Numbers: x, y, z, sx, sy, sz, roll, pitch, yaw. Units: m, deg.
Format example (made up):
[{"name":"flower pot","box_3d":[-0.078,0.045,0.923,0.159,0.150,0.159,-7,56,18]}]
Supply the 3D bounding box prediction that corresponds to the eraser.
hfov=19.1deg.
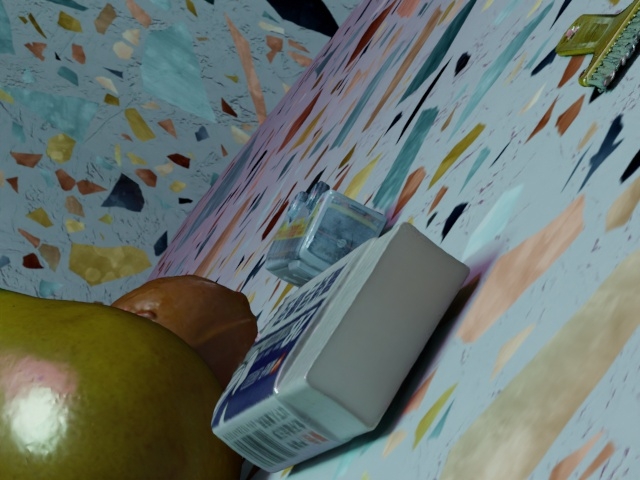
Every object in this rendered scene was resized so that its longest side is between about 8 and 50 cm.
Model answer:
[{"name":"eraser","box_3d":[0.008,0.071,1.185,0.124,0.068,0.210,-55,7,-21]}]

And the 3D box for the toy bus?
[{"name":"toy bus","box_3d":[0.000,0.000,1.588,0.075,0.064,0.190,-62,8,-8]}]

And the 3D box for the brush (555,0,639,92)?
[{"name":"brush","box_3d":[0.180,-0.133,1.210,0.082,0.010,0.218,-55,7,3]}]

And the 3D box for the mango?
[{"name":"mango","box_3d":[-0.198,0.141,1.411,0.173,0.317,0.211,-2,-71,-50]}]

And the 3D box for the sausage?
[{"name":"sausage","box_3d":[-0.154,0.144,1.569,0.268,0.153,0.141,-51,-10,12]}]
